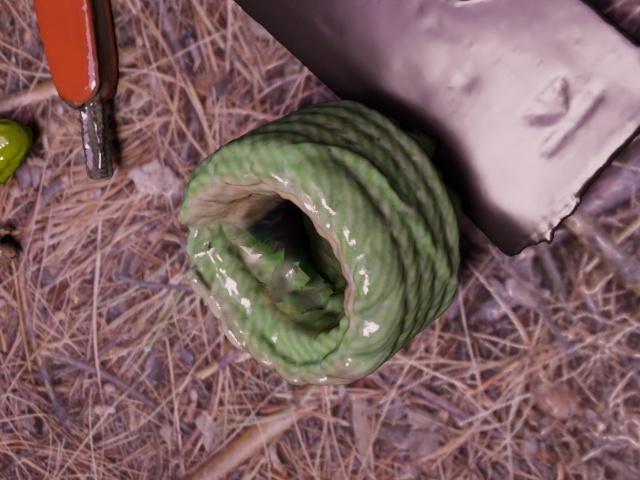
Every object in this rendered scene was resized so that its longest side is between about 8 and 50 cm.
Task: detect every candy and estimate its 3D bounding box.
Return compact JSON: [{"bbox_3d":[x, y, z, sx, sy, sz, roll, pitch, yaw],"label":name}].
[{"bbox_3d":[-0.393,-0.081,0.945,0.209,0.096,0.097,-20,94,27],"label":"candy"}]

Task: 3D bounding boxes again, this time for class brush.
[{"bbox_3d":[-0.239,-0.219,0.846,0.070,0.051,0.324,-3,100,23],"label":"brush"}]

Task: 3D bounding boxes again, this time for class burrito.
[{"bbox_3d":[-0.407,0.019,1.008,0.149,0.041,0.055,-17,109,32],"label":"burrito"}]

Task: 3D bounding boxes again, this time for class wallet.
[{"bbox_3d":[0.081,-0.170,0.680,0.377,0.051,0.197,45,122,9],"label":"wallet"}]

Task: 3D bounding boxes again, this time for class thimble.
[{"bbox_3d":[0.000,0.000,0.694,0.219,0.150,0.219,21,126,32],"label":"thimble"}]
